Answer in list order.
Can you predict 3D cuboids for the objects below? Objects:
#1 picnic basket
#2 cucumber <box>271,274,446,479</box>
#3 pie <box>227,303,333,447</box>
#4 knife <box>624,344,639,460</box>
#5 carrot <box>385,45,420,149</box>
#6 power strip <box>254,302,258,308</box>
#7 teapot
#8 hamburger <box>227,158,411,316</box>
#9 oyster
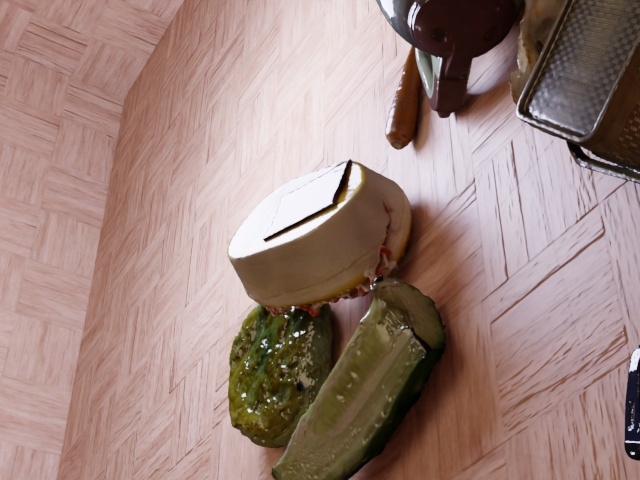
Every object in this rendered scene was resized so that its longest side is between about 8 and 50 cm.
[{"bbox_3d":[0.329,-0.191,1.067,0.266,0.139,0.165,-66,23,9],"label":"picnic basket"},{"bbox_3d":[0.056,0.214,1.394,0.145,0.105,0.325,48,118,35],"label":"cucumber"},{"bbox_3d":[-0.068,0.193,1.698,0.277,0.078,0.277,-43,35,40],"label":"pie"},{"bbox_3d":[0.299,0.149,1.004,0.031,0.018,0.121,135,149,-57],"label":"knife"},{"bbox_3d":[0.136,-0.234,1.665,0.048,0.048,0.216,-35,36,53],"label":"carrot"},{"bbox_3d":[-0.082,0.089,1.882,0.081,0.035,0.192,-18,55,63],"label":"power strip"},{"bbox_3d":[0.170,-0.350,1.499,0.315,0.233,0.312,92,174,-51],"label":"teapot"},{"bbox_3d":[0.000,0.000,1.586,0.295,0.151,0.227,-19,34,46],"label":"hamburger"},{"bbox_3d":[0.297,-0.266,1.282,0.161,0.107,0.232,-19,72,55],"label":"oyster"}]
